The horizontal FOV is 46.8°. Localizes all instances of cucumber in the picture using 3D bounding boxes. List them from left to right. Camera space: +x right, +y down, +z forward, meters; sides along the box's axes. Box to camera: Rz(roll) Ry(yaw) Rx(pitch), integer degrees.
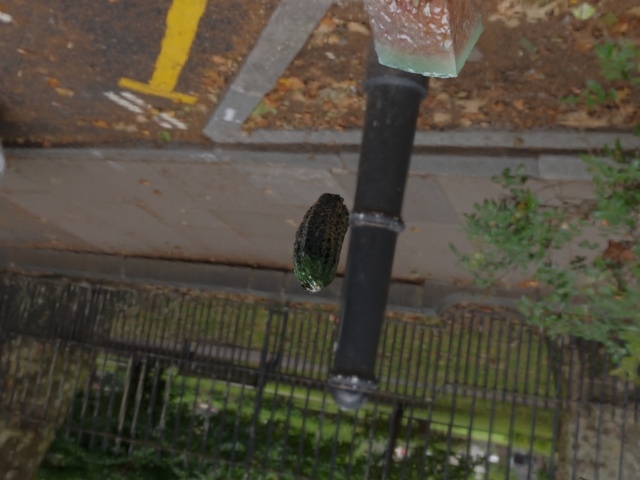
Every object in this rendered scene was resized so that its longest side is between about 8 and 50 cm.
[{"bbox_3d":[-0.001,0.000,1.075,0.077,0.077,0.265,9,-161,4],"label":"cucumber"}]

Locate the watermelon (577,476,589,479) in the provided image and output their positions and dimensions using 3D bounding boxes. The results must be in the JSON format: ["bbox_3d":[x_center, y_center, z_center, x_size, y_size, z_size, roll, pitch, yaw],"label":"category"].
[{"bbox_3d":[0.452,0.472,1.011,0.232,0.310,0.193,-10,177,32],"label":"watermelon"}]

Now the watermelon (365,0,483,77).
[{"bbox_3d":[0.124,-0.376,1.044,0.193,0.140,0.256,21,153,23],"label":"watermelon"}]
